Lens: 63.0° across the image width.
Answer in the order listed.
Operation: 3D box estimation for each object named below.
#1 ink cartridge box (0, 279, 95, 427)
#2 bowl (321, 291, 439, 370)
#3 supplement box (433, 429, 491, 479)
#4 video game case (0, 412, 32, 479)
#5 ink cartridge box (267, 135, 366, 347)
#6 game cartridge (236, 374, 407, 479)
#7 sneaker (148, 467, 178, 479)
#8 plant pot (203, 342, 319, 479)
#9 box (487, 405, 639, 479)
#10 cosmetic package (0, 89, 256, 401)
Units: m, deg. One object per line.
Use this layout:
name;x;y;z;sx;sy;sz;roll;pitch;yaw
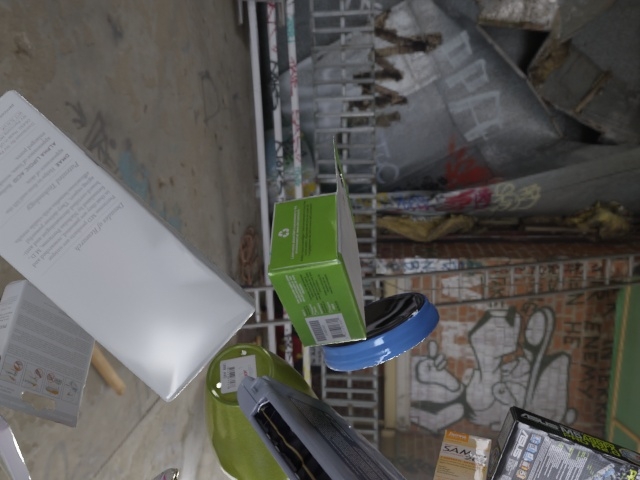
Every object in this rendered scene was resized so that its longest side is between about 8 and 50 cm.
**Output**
ink cartridge box;-0.521;0.214;0.976;0.189;0.066;0.232;49;34;-49
bowl;0.179;0.276;1.653;0.391;0.392;0.077;-55;121;-77
supplement box;0.181;0.296;0.668;0.098;0.062;0.036;-51;140;-54
video game case;-0.785;0.438;1.235;0.036;0.300;0.328;-31;144;-40
ink cartridge box;0.000;0.000;0.782;0.188;0.097;0.255;71;13;-46
game cartridge;0.029;0.283;0.652;0.196;0.294;0.060;32;89;-37
sneaker;-0.342;0.681;1.318;0.111;0.252;0.103;-44;170;-13
plant pot;-0.142;0.354;1.132;0.293;0.275;0.274;80;13;-50
box;0.362;0.428;0.822;0.060;0.217;0.269;-27;134;-76
cosmetic package;-0.272;0.014;0.688;0.156;0.385;0.217;-49;-176;-8
